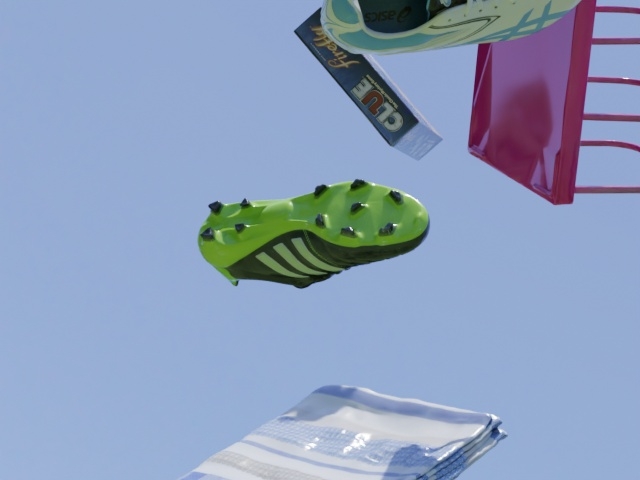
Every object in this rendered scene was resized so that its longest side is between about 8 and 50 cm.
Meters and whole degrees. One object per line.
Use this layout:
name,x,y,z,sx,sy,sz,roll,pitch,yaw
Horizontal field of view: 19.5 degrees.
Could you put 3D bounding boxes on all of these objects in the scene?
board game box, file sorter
board game box,0.057,-0.170,2.080,0.165,0.042,0.243,50,6,8
file sorter,0.269,-0.199,1.720,0.182,0.290,0.202,-1,17,-19

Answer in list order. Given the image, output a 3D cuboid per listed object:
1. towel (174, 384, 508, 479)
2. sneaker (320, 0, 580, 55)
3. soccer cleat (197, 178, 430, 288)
towel,0.011,0.194,1.652,0.209,0.285,0.034,8,-71,32
sneaker,0.118,-0.200,1.509,0.237,0.085,0.086,-13,0,-11
soccer cleat,0.000,0.000,1.284,0.179,0.060,0.072,-3,-38,29
